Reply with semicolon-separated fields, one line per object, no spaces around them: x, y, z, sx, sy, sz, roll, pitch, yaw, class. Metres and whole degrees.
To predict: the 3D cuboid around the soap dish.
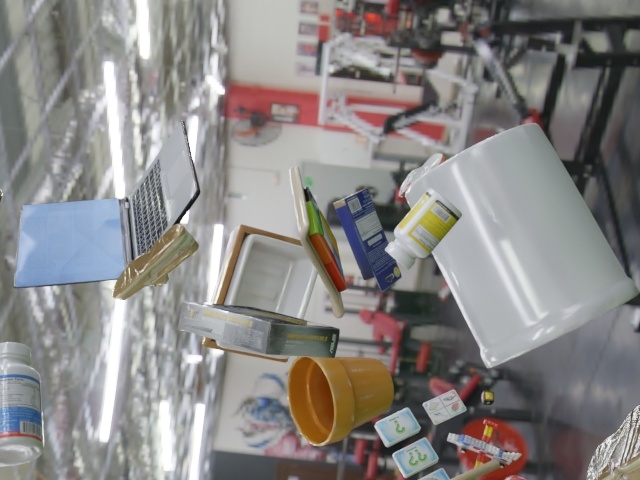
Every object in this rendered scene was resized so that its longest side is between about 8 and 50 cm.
-0.140;0.121;2.203;0.118;0.228;0.291;24;97;57;soap dish

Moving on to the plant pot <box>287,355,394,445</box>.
0.055;0.346;2.158;0.205;0.187;0.205;15;107;56;plant pot

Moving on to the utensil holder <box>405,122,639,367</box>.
0.387;0.008;1.883;0.327;0.327;0.386;95;149;-79;utensil holder

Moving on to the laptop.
-0.502;-0.094;2.224;0.408;0.236;0.382;-52;29;18;laptop

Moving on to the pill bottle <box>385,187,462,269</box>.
0.151;-0.015;1.419;0.116;0.065;0.065;-49;2;4;pill bottle

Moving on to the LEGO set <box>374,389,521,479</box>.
0.251;0.368;1.787;0.182;0.244;0.060;59;156;26;LEGO set

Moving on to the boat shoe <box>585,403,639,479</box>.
0.555;0.365;1.610;0.341;0.110;0.122;98;-162;-64;boat shoe

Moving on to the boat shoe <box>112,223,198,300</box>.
-0.272;0.048;1.579;0.170;0.059;0.063;-40;32;11;boat shoe

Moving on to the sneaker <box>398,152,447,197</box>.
0.232;-0.127;2.078;0.158;0.065;0.061;-37;24;49;sneaker

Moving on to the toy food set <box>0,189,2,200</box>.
-0.578;-0.035;1.651;0.078;0.019;0.122;-140;70;-77;toy food set

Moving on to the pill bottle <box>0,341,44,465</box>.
-0.614;0.320;1.880;0.124;0.124;0.222;96;163;-56;pill bottle

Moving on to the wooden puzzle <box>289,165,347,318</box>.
0.000;0.000;1.852;0.221;0.044;0.239;-101;-9;-52;wooden puzzle

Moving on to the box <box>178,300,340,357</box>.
-0.111;0.157;1.696;0.183;0.231;0.056;12;-92;-48;box

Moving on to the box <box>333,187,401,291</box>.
0.110;0.002;2.169;0.136;0.036;0.225;-28;-84;-61;box

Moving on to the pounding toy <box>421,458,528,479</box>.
0.263;0.410;1.513;0.237;0.182;0.110;-138;31;-59;pounding toy
